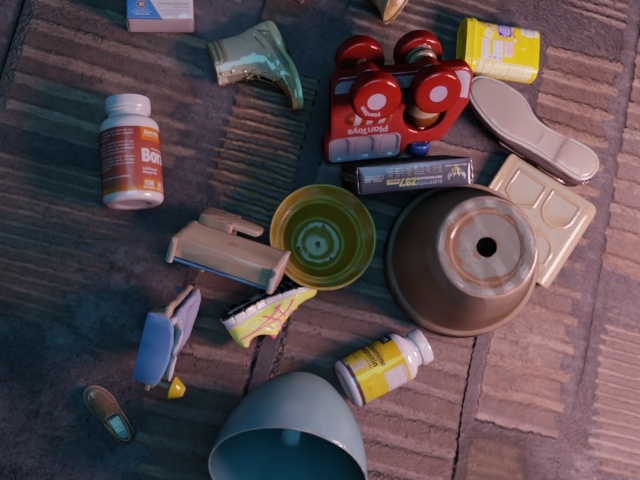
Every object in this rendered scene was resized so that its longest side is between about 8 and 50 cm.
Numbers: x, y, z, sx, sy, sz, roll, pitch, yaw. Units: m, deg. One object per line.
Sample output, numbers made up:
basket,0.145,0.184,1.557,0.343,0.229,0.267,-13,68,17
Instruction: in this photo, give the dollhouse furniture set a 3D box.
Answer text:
dollhouse furniture set,-0.195,0.133,1.678,0.198,0.286,0.303,19,107,3

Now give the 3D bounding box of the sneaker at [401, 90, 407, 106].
sneaker,0.153,-0.307,1.891,0.144,0.053,0.059,-28,87,-11

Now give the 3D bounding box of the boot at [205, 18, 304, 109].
boot,-0.136,-0.348,1.845,0.165,0.077,0.213,-22,78,-12

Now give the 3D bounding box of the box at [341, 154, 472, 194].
box,0.170,-0.136,1.781,0.233,0.183,0.059,-6,97,-8

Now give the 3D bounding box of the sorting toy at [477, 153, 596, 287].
sorting toy,0.420,-0.003,1.886,0.229,0.041,0.307,34,83,2

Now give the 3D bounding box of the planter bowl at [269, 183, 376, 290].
planter bowl,0.000,0.000,1.793,0.217,0.090,0.217,1,79,-7

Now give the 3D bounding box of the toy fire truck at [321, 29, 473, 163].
toy fire truck,0.154,-0.277,1.806,0.302,0.254,0.169,-7,45,-10

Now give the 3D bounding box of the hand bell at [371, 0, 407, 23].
hand bell,0.075,-0.588,1.922,0.242,0.126,0.126,34,77,12

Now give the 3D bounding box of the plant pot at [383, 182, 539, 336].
plant pot,0.296,0.025,1.717,0.323,0.280,0.323,0,82,-2

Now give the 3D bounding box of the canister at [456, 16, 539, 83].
canister,0.391,-0.416,1.936,0.170,0.073,0.126,7,79,-8

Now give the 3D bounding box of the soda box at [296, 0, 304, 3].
soda box,-0.142,-0.625,1.886,0.286,0.091,0.098,26,78,-3

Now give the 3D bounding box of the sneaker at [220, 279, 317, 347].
sneaker,-0.095,0.147,1.768,0.208,0.081,0.094,-25,106,-15

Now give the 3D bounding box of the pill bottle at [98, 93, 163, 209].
pill bottle,-0.380,-0.176,1.754,0.121,0.121,0.216,-4,81,-9

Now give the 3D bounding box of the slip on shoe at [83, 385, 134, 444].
slip on shoe,-0.409,0.337,1.697,0.051,0.041,0.135,-34,86,-13

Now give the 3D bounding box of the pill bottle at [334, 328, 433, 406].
pill bottle,0.129,0.250,1.760,0.184,0.103,0.103,-26,84,-12

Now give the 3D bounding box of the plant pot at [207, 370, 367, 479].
plant pot,-0.048,0.364,1.651,0.290,0.290,0.195,17,41,-5

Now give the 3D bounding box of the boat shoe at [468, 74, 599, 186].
boat shoe,0.446,-0.226,1.910,0.335,0.095,0.112,38,74,5

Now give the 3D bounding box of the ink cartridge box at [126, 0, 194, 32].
ink cartridge box,-0.339,-0.541,1.848,0.140,0.082,0.190,-2,82,-9
